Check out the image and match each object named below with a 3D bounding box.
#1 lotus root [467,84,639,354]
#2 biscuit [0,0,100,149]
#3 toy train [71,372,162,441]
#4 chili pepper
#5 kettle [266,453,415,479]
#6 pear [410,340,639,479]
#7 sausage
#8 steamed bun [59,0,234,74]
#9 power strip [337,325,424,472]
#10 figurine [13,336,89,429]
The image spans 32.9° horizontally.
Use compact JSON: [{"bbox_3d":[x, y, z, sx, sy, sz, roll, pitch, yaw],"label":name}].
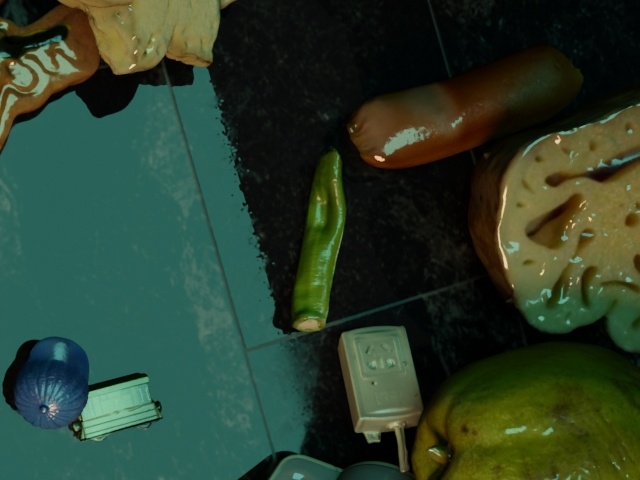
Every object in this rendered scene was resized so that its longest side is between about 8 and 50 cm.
[{"bbox_3d":[0.310,-0.015,1.210,0.316,0.250,0.316,-2,100,-9],"label":"lotus root"},{"bbox_3d":[-0.381,-0.167,1.076,0.334,0.047,0.202,-43,99,-18],"label":"biscuit"},{"bbox_3d":[-0.209,0.171,1.105,0.093,0.038,0.056,-13,87,-20],"label":"toy train"},{"bbox_3d":[0.000,0.000,1.188,0.050,0.052,0.202,20,75,-47],"label":"chili pepper"},{"bbox_3d":[0.008,0.334,1.078,0.210,0.160,0.243,17,38,8],"label":"kettle"},{"bbox_3d":[0.243,0.228,1.101,0.321,0.269,0.269,7,82,-29],"label":"pear"},{"bbox_3d":[0.168,-0.149,1.246,0.300,0.083,0.089,-20,81,-17],"label":"sausage"},{"bbox_3d":[-0.181,-0.310,1.083,0.137,0.295,0.292,16,48,23],"label":"steamed bun"},{"bbox_3d":[0.069,0.168,1.162,0.075,0.042,0.175,-5,57,-12],"label":"power strip"},{"bbox_3d":[-0.263,0.140,1.036,0.077,0.136,0.079,50,64,-9],"label":"figurine"}]
